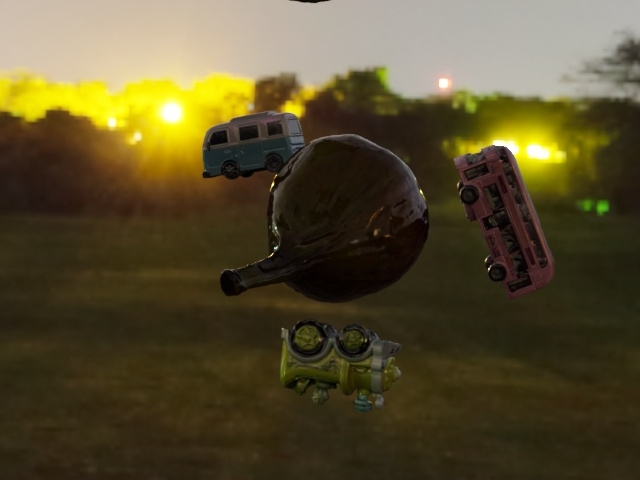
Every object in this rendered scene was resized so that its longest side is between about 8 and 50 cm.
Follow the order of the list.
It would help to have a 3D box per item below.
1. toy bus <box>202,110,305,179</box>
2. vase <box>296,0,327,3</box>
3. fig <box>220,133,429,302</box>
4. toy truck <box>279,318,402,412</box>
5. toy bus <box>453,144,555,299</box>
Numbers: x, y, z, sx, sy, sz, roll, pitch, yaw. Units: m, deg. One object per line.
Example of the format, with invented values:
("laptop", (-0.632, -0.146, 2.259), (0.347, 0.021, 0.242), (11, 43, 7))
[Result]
("toy bus", (-0.083, -0.115, 1.679), (0.123, 0.075, 0.060), (-8, 3, 20))
("vase", (-0.063, -0.428, 1.728), (0.245, 0.245, 0.291), (3, 13, -28))
("fig", (-0.019, 0.003, 1.531), (0.290, 0.190, 0.191), (-32, 17, -29))
("toy truck", (0.018, 0.114, 1.259), (0.111, 0.077, 0.076), (7, -6, 14))
("toy bus", (0.241, -0.026, 1.831), (0.090, 0.203, 0.063), (-22, 13, 8))
